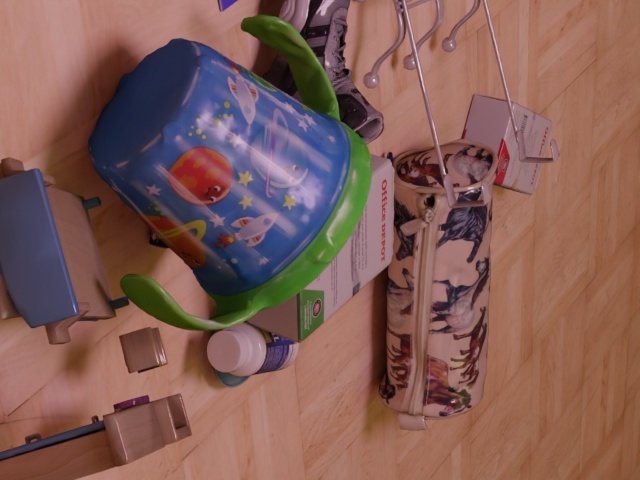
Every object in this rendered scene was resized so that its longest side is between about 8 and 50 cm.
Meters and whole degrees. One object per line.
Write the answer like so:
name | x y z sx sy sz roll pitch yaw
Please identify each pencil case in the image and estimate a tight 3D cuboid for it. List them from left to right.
pencil case | 0.165 0.067 2.104 0.183 0.159 0.410 -34 132 -50

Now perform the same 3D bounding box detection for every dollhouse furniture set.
dollhouse furniture set | -0.288 0.086 1.428 0.286 0.198 0.303 14 60 -82

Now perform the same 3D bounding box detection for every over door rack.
over door rack | 0.172 -0.212 1.953 0.239 0.108 0.324 -31 99 -51

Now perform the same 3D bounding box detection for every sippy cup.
sippy cup | -0.104 -0.080 1.489 0.224 0.240 0.305 39 26 -32

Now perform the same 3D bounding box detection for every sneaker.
sneaker | 0.017 -0.196 1.687 0.269 0.153 0.101 -65 161 5

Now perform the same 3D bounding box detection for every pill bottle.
pill bottle | -0.083 0.128 1.753 0.120 0.067 0.067 -2 106 -60

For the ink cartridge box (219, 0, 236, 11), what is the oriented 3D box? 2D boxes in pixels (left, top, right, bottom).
ink cartridge box | -0.052 -0.386 1.620 0.208 0.045 0.206 -46 140 -38

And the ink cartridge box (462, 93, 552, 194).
ink cartridge box | 0.290 -0.149 2.303 0.175 0.072 0.128 12 93 -61

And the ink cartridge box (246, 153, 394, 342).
ink cartridge box | 0.000 0.000 1.739 0.208 0.086 0.153 -38 137 -46

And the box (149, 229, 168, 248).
box | -0.139 -0.077 1.638 0.116 0.029 0.162 -13 114 -58

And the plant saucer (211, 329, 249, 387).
plant saucer | -0.104 0.122 1.807 0.119 0.021 0.119 -35 132 -50
